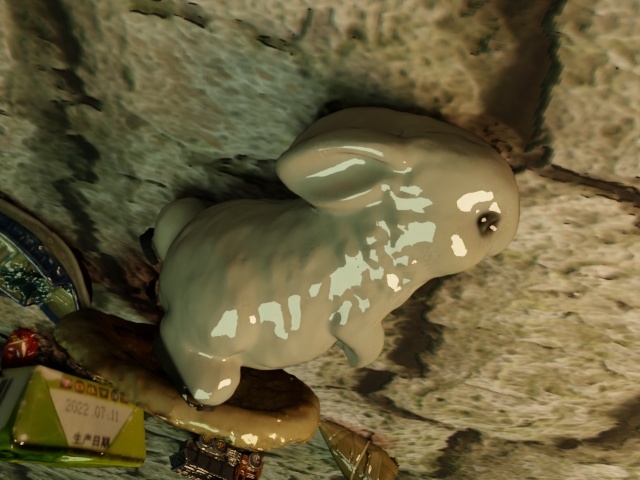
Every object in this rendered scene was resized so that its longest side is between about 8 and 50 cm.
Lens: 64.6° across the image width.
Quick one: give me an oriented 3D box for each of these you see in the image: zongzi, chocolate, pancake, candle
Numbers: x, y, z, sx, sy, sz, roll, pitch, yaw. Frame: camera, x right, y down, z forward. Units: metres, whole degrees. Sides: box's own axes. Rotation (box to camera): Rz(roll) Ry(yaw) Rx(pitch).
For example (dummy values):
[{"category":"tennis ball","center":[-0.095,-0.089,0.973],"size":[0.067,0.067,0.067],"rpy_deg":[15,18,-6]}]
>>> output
[{"category":"zongzi","center":[0.045,0.414,0.979],"size":[0.178,0.081,0.189],"rpy_deg":[36,150,7]},{"category":"chocolate","center":[-0.515,0.329,0.919],"size":[0.300,0.137,0.289],"rpy_deg":[-9,149,23]},{"category":"pancake","center":[-0.160,0.166,0.642],"size":[0.355,0.065,0.356],"rpy_deg":[21,178,1]},{"category":"candle","center":[-0.530,0.196,0.890],"size":[0.051,0.052,0.131],"rpy_deg":[28,134,-15]}]

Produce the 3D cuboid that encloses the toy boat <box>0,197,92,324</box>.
[{"category":"toy boat","center":[-0.405,0.035,0.648],"size":[0.114,0.115,0.262],"rpy_deg":[-25,125,33]}]

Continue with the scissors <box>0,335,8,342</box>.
[{"category":"scissors","center":[-0.644,0.135,0.876],"size":[0.212,0.021,0.110],"rpy_deg":[33,135,-18]}]

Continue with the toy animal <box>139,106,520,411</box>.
[{"category":"toy animal","center":[0.000,0.000,0.491],"size":[0.357,0.194,0.258],"rpy_deg":[-36,95,21]}]

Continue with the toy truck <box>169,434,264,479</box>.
[{"category":"toy truck","center":[-0.220,0.481,1.077],"size":[0.192,0.092,0.083],"rpy_deg":[33,132,-20]}]
